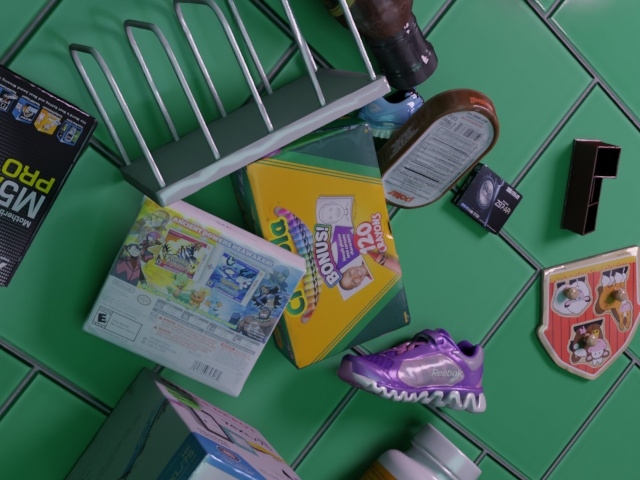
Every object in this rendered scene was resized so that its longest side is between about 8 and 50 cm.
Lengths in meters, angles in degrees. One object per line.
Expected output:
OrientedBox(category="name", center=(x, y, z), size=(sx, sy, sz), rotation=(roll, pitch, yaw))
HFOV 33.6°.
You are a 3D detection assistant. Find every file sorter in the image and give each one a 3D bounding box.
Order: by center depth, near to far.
OrientedBox(category="file sorter", center=(-0.106, -0.187, 1.160), size=(0.277, 0.193, 0.173), rotation=(-28, 111, -14))

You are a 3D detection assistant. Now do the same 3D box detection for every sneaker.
OrientedBox(category="sneaker", center=(0.124, -0.162, 1.340), size=(0.162, 0.063, 0.073), rotation=(1, 101, -24))
OrientedBox(category="sneaker", center=(0.130, 0.165, 1.425), size=(0.236, 0.095, 0.104), rotation=(12, 93, -31))

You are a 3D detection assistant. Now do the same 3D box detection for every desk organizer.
OrientedBox(category="desk organizer", center=(0.378, -0.073, 1.483), size=(0.047, 0.050, 0.130), rotation=(0, 105, -24))

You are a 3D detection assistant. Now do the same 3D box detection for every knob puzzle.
OrientedBox(category="knob puzzle", center=(0.405, 0.118, 1.562), size=(0.213, 0.030, 0.213), rotation=(-7, 108, -22))

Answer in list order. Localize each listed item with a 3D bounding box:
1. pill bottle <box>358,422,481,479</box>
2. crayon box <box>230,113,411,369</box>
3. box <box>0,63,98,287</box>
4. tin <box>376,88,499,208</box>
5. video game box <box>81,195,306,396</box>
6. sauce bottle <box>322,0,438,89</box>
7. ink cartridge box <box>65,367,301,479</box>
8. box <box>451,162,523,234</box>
OrientedBox(category="pill bottle", center=(0.102, 0.373, 1.440), size=(0.246, 0.136, 0.136), rotation=(-48, 117, -5))
OrientedBox(category="crayon box", center=(0.000, 0.000, 1.319), size=(0.165, 0.081, 0.278), rotation=(-21, 112, -17))
OrientedBox(category="box", center=(-0.398, -0.096, 1.100), size=(0.270, 0.060, 0.216), rotation=(29, 91, -40))
OrientedBox(category="tin", center=(0.140, -0.109, 1.310), size=(0.106, 0.040, 0.190), rotation=(23, 129, -27))
OrientedBox(category="video game box", center=(-0.148, 0.062, 1.242), size=(0.205, 0.048, 0.187), rotation=(26, 109, -11))
OrientedBox(category="sauce bottle", center=(0.039, -0.317, 1.209), size=(0.111, 0.111, 0.344), rotation=(-41, 128, -8))
OrientedBox(category="ink cartridge box", center=(-0.151, 0.313, 1.237), size=(0.198, 0.270, 0.197), rotation=(35, 88, -28))
OrientedBox(category="box", center=(0.226, -0.056, 1.439), size=(0.083, 0.018, 0.067), rotation=(36, 89, -28))
